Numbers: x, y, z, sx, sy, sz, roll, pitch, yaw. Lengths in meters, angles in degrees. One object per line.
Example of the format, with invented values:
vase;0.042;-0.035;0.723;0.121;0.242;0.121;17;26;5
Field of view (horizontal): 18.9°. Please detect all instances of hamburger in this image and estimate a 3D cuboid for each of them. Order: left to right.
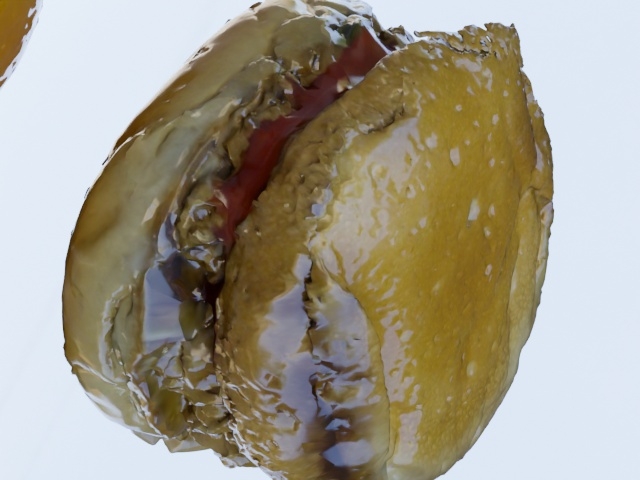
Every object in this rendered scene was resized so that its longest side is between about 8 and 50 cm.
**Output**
hamburger;0.000;0.000;0.921;0.163;0.244;0.244;15;-107;32

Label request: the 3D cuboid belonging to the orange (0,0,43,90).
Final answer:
orange;-0.288;-0.180;0.935;0.340;0.341;0.293;-87;-159;-48
